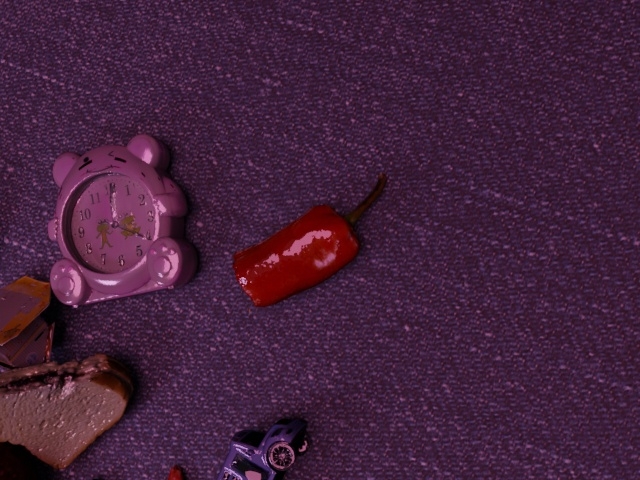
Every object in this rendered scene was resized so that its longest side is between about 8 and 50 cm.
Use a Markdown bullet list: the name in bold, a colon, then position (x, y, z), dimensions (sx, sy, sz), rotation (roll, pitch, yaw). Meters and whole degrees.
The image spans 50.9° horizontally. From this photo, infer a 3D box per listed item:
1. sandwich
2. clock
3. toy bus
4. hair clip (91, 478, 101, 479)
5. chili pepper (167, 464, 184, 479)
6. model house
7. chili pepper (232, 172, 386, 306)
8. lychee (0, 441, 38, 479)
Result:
- **sandwich**: position (-0.534, 0.302, 1.306), dimensions (0.254, 0.288, 0.100), rotation (-44, 36, 11)
- **clock**: position (-0.412, -0.041, 1.375), dimensions (0.295, 0.113, 0.322), rotation (-11, 83, 11)
- **toy bus**: position (-0.132, 0.463, 1.277), dimensions (0.133, 0.125, 0.292), rotation (25, 93, 12)
- **hair clip**: position (-0.469, 0.661, 1.355), dimensions (0.101, 0.085, 0.331), rotation (14, 90, 5)
- **chili pepper**: position (-0.298, 0.589, 1.338), dimensions (0.071, 0.063, 0.272), rotation (9, 85, 0)
- **model house**: position (-0.608, 0.196, 1.379), dimensions (0.219, 0.136, 0.207), rotation (4, 46, 37)
- **chili pepper**: position (0.002, 0.004, 1.277), dimensions (0.338, 0.131, 0.135), rotation (-29, 91, 7)
- **lychee**: position (-0.692, 0.496, 1.330), dimensions (0.260, 0.260, 0.261), rotation (-1, 86, 12)
